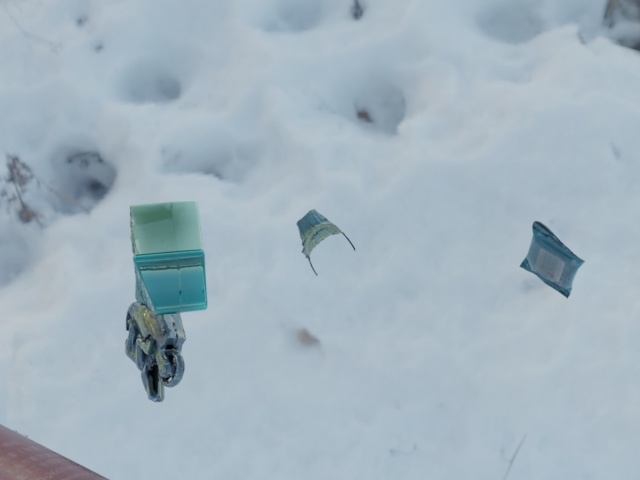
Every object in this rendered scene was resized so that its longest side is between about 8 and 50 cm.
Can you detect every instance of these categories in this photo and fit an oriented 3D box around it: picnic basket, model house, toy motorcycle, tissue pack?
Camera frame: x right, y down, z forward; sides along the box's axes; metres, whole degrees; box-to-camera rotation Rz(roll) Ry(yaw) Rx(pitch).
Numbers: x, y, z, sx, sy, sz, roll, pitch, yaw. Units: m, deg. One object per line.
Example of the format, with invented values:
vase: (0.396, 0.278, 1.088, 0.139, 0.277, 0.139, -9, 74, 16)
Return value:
picnic basket: (0.000, 0.000, 1.578, 0.065, 0.083, 0.083, -36, 81, 1)
model house: (-0.213, 0.035, 1.625, 0.101, 0.127, 0.148, -7, 61, -10)
toy motorcycle: (-0.250, 0.146, 1.716, 0.061, 0.124, 0.193, 11, 51, -38)
tissue pack: (0.314, 0.025, 1.568, 0.085, 0.138, 0.028, 37, 75, 16)

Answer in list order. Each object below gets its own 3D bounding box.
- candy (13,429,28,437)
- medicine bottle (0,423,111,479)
candy: (-0.388, 0.314, 1.484, 0.051, 0.093, 0.226, -5, 20, -22)
medicine bottle: (-0.231, 0.168, 0.705, 0.250, 0.131, 0.131, 20, 59, 24)
